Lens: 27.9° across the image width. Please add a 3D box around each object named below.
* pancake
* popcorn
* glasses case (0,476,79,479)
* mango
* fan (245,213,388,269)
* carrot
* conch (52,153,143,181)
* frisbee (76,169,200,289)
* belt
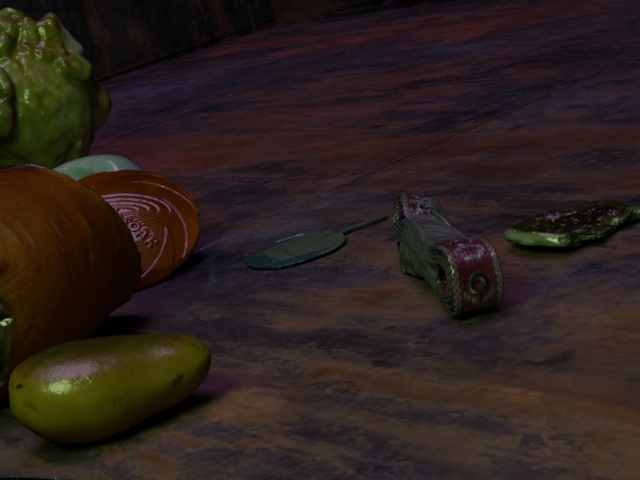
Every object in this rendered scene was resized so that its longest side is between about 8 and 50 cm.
[{"bbox_3d":[0.235,-0.014,1.225,0.129,0.023,0.116,-21,16,-41],"label":"pancake"},{"bbox_3d":[-0.481,-0.185,1.946,0.312,0.312,0.312,-13,15,3],"label":"popcorn"},{"bbox_3d":[-0.247,0.195,0.803,0.282,0.067,0.109,-8,20,26],"label":"glasses case"},{"bbox_3d":[-0.165,0.113,1.020,0.161,0.076,0.103,-13,10,-11],"label":"mango"},{"bbox_3d":[0.000,0.000,1.418,0.175,0.005,0.113,-20,16,-22],"label":"fan"},{"bbox_3d":[-0.309,0.040,1.168,0.193,0.214,0.331,-9,19,23],"label":"carrot"},{"bbox_3d":[-0.303,-0.023,1.555,0.221,0.121,0.185,-19,22,-20],"label":"conch"},{"bbox_3d":[-0.233,-0.019,1.463,0.192,0.035,0.192,0,48,0],"label":"frisbee"},{"bbox_3d":[0.109,0.013,1.160,0.053,0.071,0.232,-9,17,-7],"label":"belt"}]
